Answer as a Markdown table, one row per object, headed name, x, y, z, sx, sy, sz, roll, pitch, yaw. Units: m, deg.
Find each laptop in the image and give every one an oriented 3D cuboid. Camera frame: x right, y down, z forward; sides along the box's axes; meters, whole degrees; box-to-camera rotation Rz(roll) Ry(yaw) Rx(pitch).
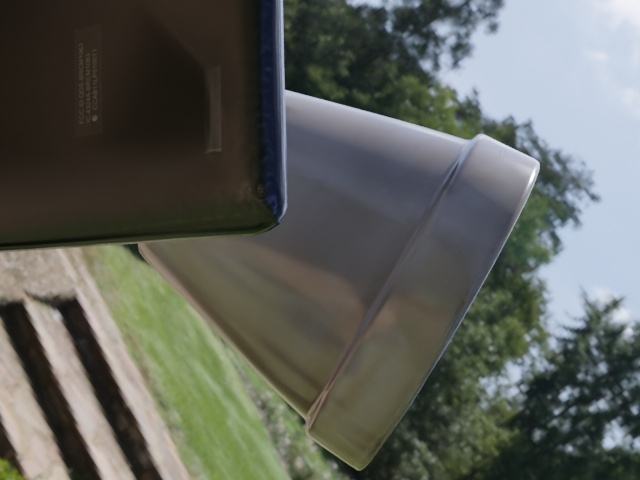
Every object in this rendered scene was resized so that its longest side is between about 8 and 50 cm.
| name | x | y | z | sx | sy | sz | roll | pitch | yaw |
| --- | --- | --- | --- | --- | --- | --- | --- | --- | --- |
| laptop | -0.143 | -0.174 | 0.556 | 0.236 | 0.407 | 0.382 | 7 | 80 | -61 |

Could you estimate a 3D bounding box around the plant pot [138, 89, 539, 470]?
| name | x | y | z | sx | sy | sz | roll | pitch | yaw |
| --- | --- | --- | --- | --- | --- | --- | --- | --- | --- |
| plant pot | 0.000 | 0.000 | 0.955 | 0.280 | 0.323 | 0.323 | 31 | -6 | 4 |
